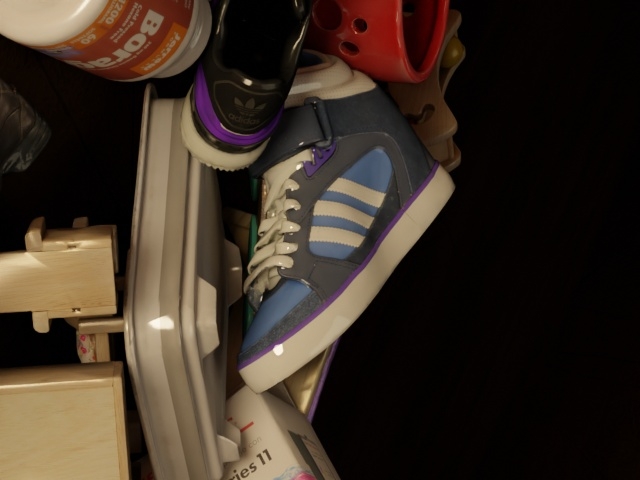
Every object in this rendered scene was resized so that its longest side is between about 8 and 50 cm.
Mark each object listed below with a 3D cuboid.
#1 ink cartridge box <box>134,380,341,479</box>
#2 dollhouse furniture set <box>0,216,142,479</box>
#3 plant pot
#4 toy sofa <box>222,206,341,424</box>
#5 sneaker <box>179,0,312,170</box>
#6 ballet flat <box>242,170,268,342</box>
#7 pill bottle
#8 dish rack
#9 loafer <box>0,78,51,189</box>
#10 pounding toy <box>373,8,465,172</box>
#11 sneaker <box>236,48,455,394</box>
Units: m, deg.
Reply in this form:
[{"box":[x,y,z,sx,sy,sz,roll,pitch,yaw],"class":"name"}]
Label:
[{"box":[-0.075,0.285,1.520,0.207,0.353,0.119,-38,145,9],"class":"ink cartridge box"},{"box":[-0.250,0.103,1.378,0.355,0.173,0.303,-115,-158,-76],"class":"dollhouse furniture set"},{"box":[0.027,-0.257,1.605,0.191,0.174,0.191,6,90,-74],"class":"plant pot"},{"box":[-0.058,0.159,1.727,0.150,0.177,0.363,32,75,-70],"class":"toy sofa"},{"box":[-0.050,-0.217,1.409,0.146,0.102,0.293,123,-26,-58],"class":"sneaker"},{"box":[-0.027,-0.038,1.636,0.107,0.106,0.316,128,-38,-80],"class":"ballet flat"},{"box":[-0.167,-0.190,1.243,0.216,0.121,0.121,15,91,-70],"class":"pill bottle"},{"box":[-0.116,0.049,1.448,0.286,0.072,0.333,83,3,-46],"class":"dish rack"},{"box":[-0.269,-0.050,1.193,0.061,0.062,0.170,58,44,-35],"class":"loafer"},{"box":[0.104,-0.182,1.923,0.155,0.154,0.270,76,35,-55],"class":"pounding toy"},{"box":[-0.037,-0.039,1.495,0.323,0.236,0.130,-48,-172,-33],"class":"sneaker"}]
